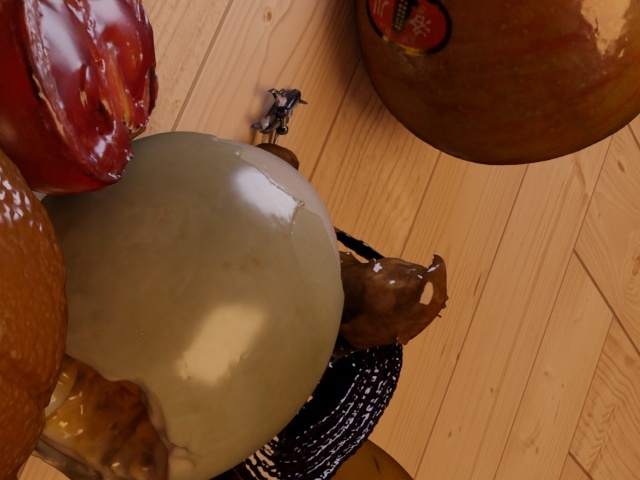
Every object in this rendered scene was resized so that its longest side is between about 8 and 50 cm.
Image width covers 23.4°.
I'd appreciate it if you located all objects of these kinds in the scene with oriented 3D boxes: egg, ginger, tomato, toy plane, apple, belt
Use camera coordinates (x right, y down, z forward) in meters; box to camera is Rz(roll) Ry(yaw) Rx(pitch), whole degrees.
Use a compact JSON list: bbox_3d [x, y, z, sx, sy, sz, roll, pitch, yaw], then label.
[{"bbox_3d":[-0.116,0.045,1.297,0.336,0.278,0.278,-52,140,-39],"label":"egg"},{"bbox_3d":[-0.004,0.014,1.481,0.107,0.309,0.133,19,103,-51],"label":"ginger"},{"bbox_3d":[-0.226,-0.139,1.189,0.233,0.140,0.200,-67,142,-64],"label":"tomato"},{"bbox_3d":[-0.041,-0.132,1.605,0.083,0.031,0.078,-46,152,-39],"label":"toy plane"},{"bbox_3d":[0.232,-0.271,1.716,0.400,0.334,0.400,-27,123,-52],"label":"apple"},{"bbox_3d":[-0.049,0.151,1.570,0.289,0.164,0.184,-40,106,-44],"label":"belt"}]

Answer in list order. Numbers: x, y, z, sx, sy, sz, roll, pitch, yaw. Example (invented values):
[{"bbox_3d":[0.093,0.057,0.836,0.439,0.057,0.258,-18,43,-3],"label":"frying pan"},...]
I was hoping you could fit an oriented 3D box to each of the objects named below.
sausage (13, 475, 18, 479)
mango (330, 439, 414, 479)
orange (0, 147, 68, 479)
[{"bbox_3d":[-0.291,0.182,1.213,0.109,0.109,0.270,-46,144,-43],"label":"sausage"},{"bbox_3d":[0.032,0.328,1.729,0.317,0.173,0.211,53,34,-40],"label":"mango"},{"bbox_3d":[-0.330,0.041,0.920,0.357,0.322,0.322,36,68,-50],"label":"orange"}]
